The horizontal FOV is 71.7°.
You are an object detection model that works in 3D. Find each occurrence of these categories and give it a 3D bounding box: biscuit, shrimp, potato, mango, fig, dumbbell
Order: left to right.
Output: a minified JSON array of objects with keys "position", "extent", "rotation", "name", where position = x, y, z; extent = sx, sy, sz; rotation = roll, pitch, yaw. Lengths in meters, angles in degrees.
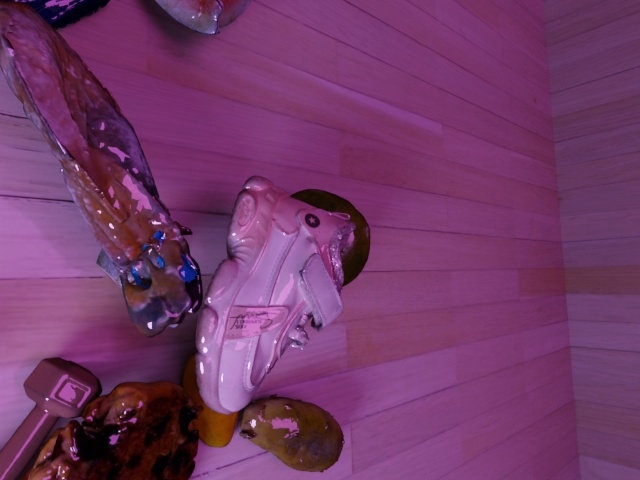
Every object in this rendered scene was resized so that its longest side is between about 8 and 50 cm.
[{"position":[-0.368,0.258,0.539],"extent":[0.092,0.082,0.231],"rotation":[45,58,-31],"name":"dumbbell"},{"position":[-0.282,0.338,0.566],"extent":[0.334,0.081,0.289],"rotation":[-66,152,-19],"name":"biscuit"},{"position":[-0.275,-0.093,0.561],"extent":[0.110,0.221,0.446],"rotation":[-27,93,-5],"name":"shrimp"},{"position":[-0.176,0.258,0.731],"extent":[0.101,0.066,0.188],"rotation":[-9,98,-41],"name":"mango"},{"position":[-0.047,0.353,0.816],"extent":[0.225,0.090,0.117],"rotation":[34,70,-27],"name":"potato"},{"position":[0.000,0.000,0.881],"extent":[0.235,0.203,0.203],"rotation":[-10,92,-82],"name":"fig"}]

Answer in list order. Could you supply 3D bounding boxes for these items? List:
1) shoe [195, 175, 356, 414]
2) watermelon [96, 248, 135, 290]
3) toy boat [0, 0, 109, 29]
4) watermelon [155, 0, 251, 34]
[{"position":[-0.061,0.082,0.658],"extent":[0.198,0.172,0.351],"rotation":[13,76,-3],"name":"shoe"},{"position":[-0.288,0.029,0.665],"extent":[0.084,0.072,0.092],"rotation":[-24,63,-30],"name":"watermelon"},{"position":[-0.434,-0.408,0.569],"extent":[0.318,0.072,0.219],"rotation":[30,63,-33],"name":"toy boat"},{"position":[-0.166,-0.502,0.722],"extent":[0.289,0.213,0.320],"rotation":[-27,91,-43],"name":"watermelon"}]
